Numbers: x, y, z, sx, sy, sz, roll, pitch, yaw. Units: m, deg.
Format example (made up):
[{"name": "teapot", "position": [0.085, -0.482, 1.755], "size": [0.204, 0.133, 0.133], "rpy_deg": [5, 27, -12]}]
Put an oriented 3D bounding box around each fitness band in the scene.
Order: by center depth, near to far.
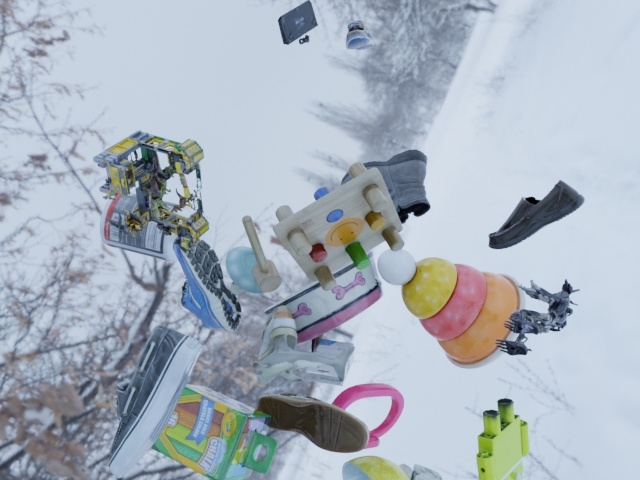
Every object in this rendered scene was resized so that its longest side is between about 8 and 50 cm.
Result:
[{"name": "fitness band", "position": [0.136, 0.534, 1.896], "size": [0.054, 0.291, 0.209], "rpy_deg": [33, 110, 48]}]

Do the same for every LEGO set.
[{"name": "LEGO set", "position": [-0.420, -0.104, 1.543], "size": [0.192, 0.255, 0.331], "rpy_deg": [-49, -21, -46]}]

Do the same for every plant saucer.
[{"name": "plant saucer", "position": [-0.006, 0.286, 2.009], "size": [0.168, 0.029, 0.168], "rpy_deg": [-173, 90, -87]}, {"name": "plant saucer", "position": [-0.234, 0.092, 2.168], "size": [0.037, 0.195, 0.195], "rpy_deg": [-44, 14, 40]}]

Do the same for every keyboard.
[{"name": "keyboard", "position": [-0.063, -0.620, 1.817], "size": [0.180, 0.023, 0.108], "rpy_deg": [-49, -51, -43]}]

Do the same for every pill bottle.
[{"name": "pill bottle", "position": [-0.586, -0.042, 2.263], "size": [0.210, 0.363, 0.210], "rpy_deg": [14, -90, -85]}]

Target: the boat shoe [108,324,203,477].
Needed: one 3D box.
[{"name": "boat shoe", "position": [-0.364, 0.325, 1.294], "size": [0.335, 0.119, 0.121], "rpy_deg": [-61, -7, 5]}]

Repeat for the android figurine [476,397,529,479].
[{"name": "android figurine", "position": [0.466, 0.553, 1.598], "size": [0.248, 0.056, 0.273], "rpy_deg": [-11, -82, -49]}]

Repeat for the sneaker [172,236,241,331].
[{"name": "sneaker", "position": [-0.352, 0.135, 1.783], "size": [0.130, 0.147, 0.330], "rpy_deg": [-69, -35, -55]}]

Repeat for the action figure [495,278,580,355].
[{"name": "action figure", "position": [0.564, 0.184, 1.628], "size": [0.275, 0.141, 0.164], "rpy_deg": [-26, -50, -38]}]

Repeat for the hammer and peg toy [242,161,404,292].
[{"name": "hammer and peg toy", "position": [0.000, 0.000, 1.377], "size": [0.361, 0.127, 0.266], "rpy_deg": [-30, -33, 1]}]

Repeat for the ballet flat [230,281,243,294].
[{"name": "ballet flat", "position": [-0.252, 0.137, 2.242], "size": [0.168, 0.057, 0.052], "rpy_deg": [-32, -57, -34]}]

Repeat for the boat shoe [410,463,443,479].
[{"name": "boat shoe", "position": [0.233, 0.561, 1.381], "size": [0.233, 0.084, 0.079], "rpy_deg": [59, -125, -80]}]

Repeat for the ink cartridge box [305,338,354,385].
[{"name": "ink cartridge box", "position": [0.028, 0.369, 1.847], "size": [0.181, 0.104, 0.062], "rpy_deg": [-53, -35, -62]}]

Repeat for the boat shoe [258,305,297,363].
[{"name": "boat shoe", "position": [-0.126, 0.302, 1.903], "size": [0.302, 0.113, 0.103], "rpy_deg": [116, 155, -54]}]

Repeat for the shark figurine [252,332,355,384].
[{"name": "shark figurine", "position": [-0.063, 0.295, 1.627], "size": [0.166, 0.278, 0.116], "rpy_deg": [56, -151, -48]}]

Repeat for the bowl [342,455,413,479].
[{"name": "bowl", "position": [0.205, 0.733, 1.798], "size": [0.156, 0.289, 0.289], "rpy_deg": [-22, -24, -24]}]

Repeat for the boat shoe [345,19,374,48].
[{"name": "boat shoe", "position": [0.099, -0.563, 1.712], "size": [0.183, 0.066, 0.066], "rpy_deg": [-42, -65, -73]}]

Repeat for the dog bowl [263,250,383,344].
[{"name": "dog bowl", "position": [0.026, 0.195, 2.045], "size": [0.408, 0.150, 0.408], "rpy_deg": [-29, -2, -1]}]

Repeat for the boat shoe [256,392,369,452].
[{"name": "boat shoe", "position": [-0.007, 0.483, 1.714], "size": [0.123, 0.342, 0.123], "rpy_deg": [-5, -82, -59]}]

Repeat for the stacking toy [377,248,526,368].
[{"name": "stacking toy", "position": [0.385, 0.165, 2.008], "size": [0.350, 0.480, 0.351], "rpy_deg": [-46, 24, 27]}]

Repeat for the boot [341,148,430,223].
[{"name": "boot", "position": [0.194, -0.146, 2.014], "size": [0.338, 0.118, 0.223], "rpy_deg": [-21, 51, 39]}]

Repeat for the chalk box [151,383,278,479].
[{"name": "chalk box", "position": [-0.255, 0.510, 1.629], "size": [0.180, 0.289, 0.179], "rpy_deg": [-70, -22, -9]}]

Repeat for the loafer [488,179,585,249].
[{"name": "loafer", "position": [0.442, -0.056, 1.320], "size": [0.220, 0.078, 0.080], "rpy_deg": [-35, -4, 30]}]
